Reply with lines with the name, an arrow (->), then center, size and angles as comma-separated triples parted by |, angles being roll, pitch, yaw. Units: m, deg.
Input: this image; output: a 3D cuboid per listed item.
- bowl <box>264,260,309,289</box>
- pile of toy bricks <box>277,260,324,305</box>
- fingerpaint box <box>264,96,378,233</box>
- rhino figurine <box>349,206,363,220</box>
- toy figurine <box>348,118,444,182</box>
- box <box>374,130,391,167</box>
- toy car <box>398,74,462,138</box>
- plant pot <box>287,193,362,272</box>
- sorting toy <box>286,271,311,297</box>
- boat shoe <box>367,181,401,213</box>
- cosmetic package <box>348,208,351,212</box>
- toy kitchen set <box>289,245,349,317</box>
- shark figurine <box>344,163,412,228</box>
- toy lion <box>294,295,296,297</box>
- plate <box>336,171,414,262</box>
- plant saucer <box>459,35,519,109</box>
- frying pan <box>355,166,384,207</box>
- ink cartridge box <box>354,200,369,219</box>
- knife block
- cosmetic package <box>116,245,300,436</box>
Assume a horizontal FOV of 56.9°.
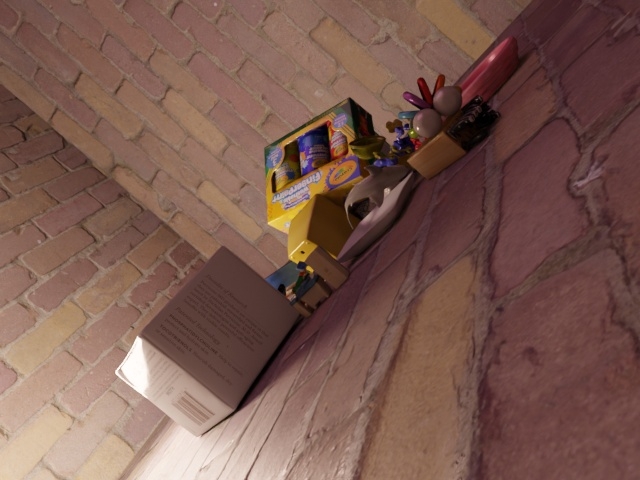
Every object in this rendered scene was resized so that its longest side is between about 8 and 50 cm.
bowl -> -0.196, 0.183, 2.317 | 0.391, 0.077, 0.391 | -35, -1, 0
pile of toy bricks -> -0.063, 0.172, 1.937 | 0.105, 0.118, 0.212 | 73, -145, -48
fingerpaint box -> -0.003, -0.276, 2.269 | 0.445, 0.163, 0.370 | -24, 56, 31
rhino figurine -> 0.090, -0.054, 2.277 | 0.243, 0.106, 0.073 | -45, 34, 28
toy figurine -> 0.271, -0.260, 1.959 | 0.363, 0.191, 0.217 | -25, -47, -28
box -> 0.195, -0.313, 2.412 | 0.231, 0.262, 0.127 | -49, 3, 14
toy car -> 0.285, -0.363, 1.583 | 0.182, 0.136, 0.159 | -48, 5, 10
plant pot -> 0.000, 0.000, 2.124 | 0.212, 0.212, 0.187 | -44, 20, 47
sorting toy -> -0.084, 0.161, 2.565 | 0.307, 0.041, 0.229 | -34, 16, 48
boat shoe -> 0.208, -0.157, 2.044 | 0.096, 0.088, 0.267 | -50, 5, -14
cosmetic package -> 0.086, -0.081, 2.440 | 0.085, 0.117, 0.231 | -50, 6, -28
toy kitchen set -> -0.013, 0.103, 1.751 | 0.207, 0.122, 0.166 | -46, 5, 26
shark figurine -> 0.151, -0.138, 1.849 | 0.278, 0.116, 0.166 | -36, -24, 31
toy lion -> -0.040, 0.173, 2.050 | 0.096, 0.034, 0.100 | -33, 15, 50
plate -> 0.177, -0.061, 1.804 | 0.277, 0.045, 0.278 | -44, 6, 35
plant saucer -> 0.547, -0.532, 1.990 | 0.332, 0.084, 0.332 | -49, 3, 4
frying pan -> 0.234, -0.250, 2.272 | 0.053, 0.197, 0.326 | 13, -48, -47
ink cartridge box -> 0.187, -0.131, 2.201 | 0.115, 0.063, 0.029 | -50, 3, -11
knife block -> 0.349, -0.263, 1.571 | 0.275, 0.088, 0.242 | -46, 4, 22
cosmetic package -> -0.332, 0.305, 1.777 | 0.329, 0.327, 0.393 | -47, 5, 47
